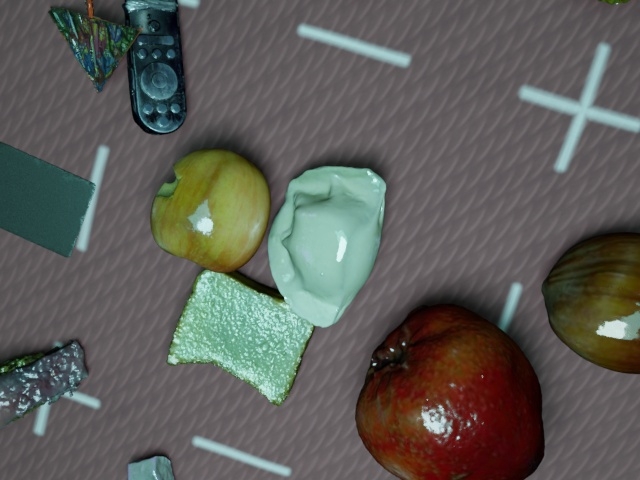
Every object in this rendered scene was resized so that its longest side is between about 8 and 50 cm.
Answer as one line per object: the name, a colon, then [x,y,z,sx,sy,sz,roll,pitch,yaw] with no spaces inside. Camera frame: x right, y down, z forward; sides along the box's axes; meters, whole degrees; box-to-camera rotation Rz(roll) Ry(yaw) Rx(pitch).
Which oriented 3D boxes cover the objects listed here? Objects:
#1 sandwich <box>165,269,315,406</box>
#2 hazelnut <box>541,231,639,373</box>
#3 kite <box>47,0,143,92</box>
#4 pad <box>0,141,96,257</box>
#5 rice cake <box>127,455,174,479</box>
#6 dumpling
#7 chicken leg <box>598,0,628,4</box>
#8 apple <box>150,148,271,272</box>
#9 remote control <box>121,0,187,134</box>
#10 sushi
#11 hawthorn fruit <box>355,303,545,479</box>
sandwich: [-0.124,0.152,1.094,0.214,0.065,0.186,24,100,2]
hazelnut: [0.439,0.094,0.973,0.186,0.210,0.210,33,101,-22]
kite: [-0.350,-0.319,1.044,0.232,0.009,0.189,24,127,28]
pad: [-0.499,-0.073,1.138,0.211,0.003,0.143,25,100,3]
rice cake: [-0.252,0.562,1.167,0.070,0.064,0.399,-12,96,18]
dumpling: [0.000,0.000,1.032,0.179,0.131,0.252,18,99,20]
chicken leg: [0.348,-0.512,0.920,0.201,0.153,0.429,-30,86,-3]
apple: [-0.166,-0.049,1.022,0.199,0.199,0.199,1,98,7]
remote control: [-0.264,-0.299,1.053,0.090,0.066,0.266,-6,94,-29]
sushi: [-0.519,0.256,1.105,0.241,0.161,0.107,-25,93,10]
hawthorn fruit: [0.205,0.255,0.982,0.265,0.265,0.307,-44,111,10]
